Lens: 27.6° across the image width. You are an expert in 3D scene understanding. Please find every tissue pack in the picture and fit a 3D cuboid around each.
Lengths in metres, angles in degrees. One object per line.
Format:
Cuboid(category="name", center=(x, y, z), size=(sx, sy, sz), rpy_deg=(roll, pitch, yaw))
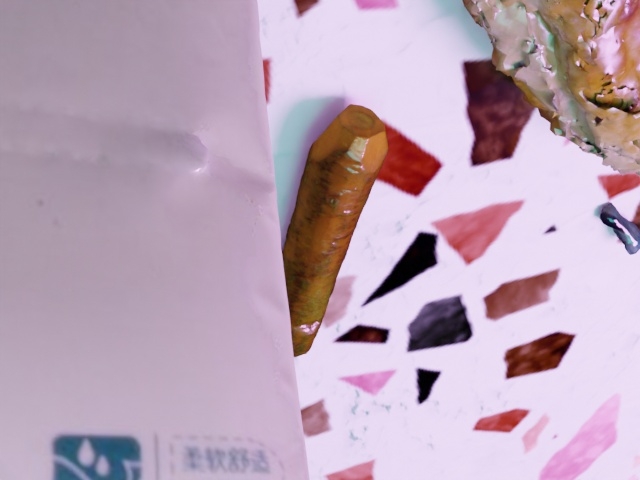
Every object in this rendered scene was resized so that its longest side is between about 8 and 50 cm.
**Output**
Cuboid(category="tissue pack", center=(-0.214, -0.001, 0.452), size=(0.380, 0.297, 0.207), rpy_deg=(4, 152, -28))

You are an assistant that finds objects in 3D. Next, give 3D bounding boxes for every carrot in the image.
Cuboid(category="carrot", center=(0.000, 0.000, 0.740), size=(0.042, 0.042, 0.171), rpy_deg=(-2, 132, -22))

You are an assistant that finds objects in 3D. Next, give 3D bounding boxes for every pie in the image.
Cuboid(category="pie", center=(0.217, -0.142, 0.673), size=(0.308, 0.085, 0.308), rpy_deg=(-14, 134, -16))

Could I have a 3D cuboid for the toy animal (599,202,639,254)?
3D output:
Cuboid(category="toy animal", center=(0.304, -0.053, 0.816), size=(0.253, 0.070, 0.079), rpy_deg=(-29, 100, 18))
